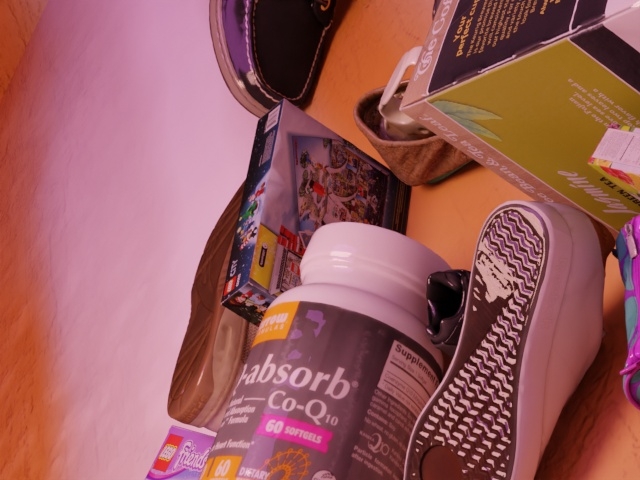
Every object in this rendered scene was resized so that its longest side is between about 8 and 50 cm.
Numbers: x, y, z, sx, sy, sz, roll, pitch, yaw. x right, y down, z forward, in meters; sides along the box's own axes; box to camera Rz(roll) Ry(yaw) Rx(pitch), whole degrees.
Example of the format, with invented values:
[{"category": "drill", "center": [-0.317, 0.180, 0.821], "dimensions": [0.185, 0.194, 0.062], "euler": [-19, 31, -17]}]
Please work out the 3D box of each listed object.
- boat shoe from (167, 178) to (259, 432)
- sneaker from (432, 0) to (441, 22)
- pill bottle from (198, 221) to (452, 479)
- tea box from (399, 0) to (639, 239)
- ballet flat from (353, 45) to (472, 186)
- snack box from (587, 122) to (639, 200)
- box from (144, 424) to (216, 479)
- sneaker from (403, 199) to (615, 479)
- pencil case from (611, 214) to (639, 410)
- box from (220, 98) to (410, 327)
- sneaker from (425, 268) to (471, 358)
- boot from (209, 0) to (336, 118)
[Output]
[{"category": "boat shoe", "center": [-0.059, 0.056, 1.904], "dimensions": [0.121, 0.110, 0.341], "euler": [-48, 21, 47]}, {"category": "sneaker", "center": [0.146, -0.311, 1.955], "dimensions": [0.106, 0.101, 0.267], "euler": [-45, 26, 34]}, {"category": "pill bottle", "center": [0.009, 0.135, 1.594], "dimensions": [0.162, 0.162, 0.278], "euler": [-21, 44, 56]}, {"category": "tea box", "center": [0.272, -0.212, 1.417], "dimensions": [0.323, 0.220, 0.329], "euler": [-18, 45, 56]}, {"category": "ballet flat", "center": [0.140, -0.138, 1.716], "dimensions": [0.342, 0.124, 0.116], "euler": [-19, 44, 56]}, {"category": "snack box", "center": [0.260, -0.024, 1.304], "dimensions": [0.037, 0.141, 0.100], "euler": [-59, 23, -3]}, {"category": "box", "center": [-0.106, 0.282, 1.777], "dimensions": [0.201, 0.057, 0.293], "euler": [-64, 23, -11]}, {"category": "sneaker", "center": [0.154, 0.115, 1.441], "dimensions": [0.106, 0.123, 0.290], "euler": [29, 107, 40]}, {"category": "pencil case", "center": [0.237, 0.048, 1.354], "dimensions": [0.064, 0.070, 0.151], "euler": [-41, 29, 35]}, {"category": "box", "center": [0.000, 0.000, 1.782], "dimensions": [0.044, 0.159, 0.233], "euler": [-36, 31, 38]}, {"category": "sneaker", "center": [0.132, 0.031, 1.570], "dimensions": [0.058, 0.084, 0.152], "euler": [-20, 44, 57]}, {"category": "boot", "center": [0.022, -0.339, 2.193], "dimensions": [0.284, 0.138, 0.377], "euler": [-22, 49, 45]}]
